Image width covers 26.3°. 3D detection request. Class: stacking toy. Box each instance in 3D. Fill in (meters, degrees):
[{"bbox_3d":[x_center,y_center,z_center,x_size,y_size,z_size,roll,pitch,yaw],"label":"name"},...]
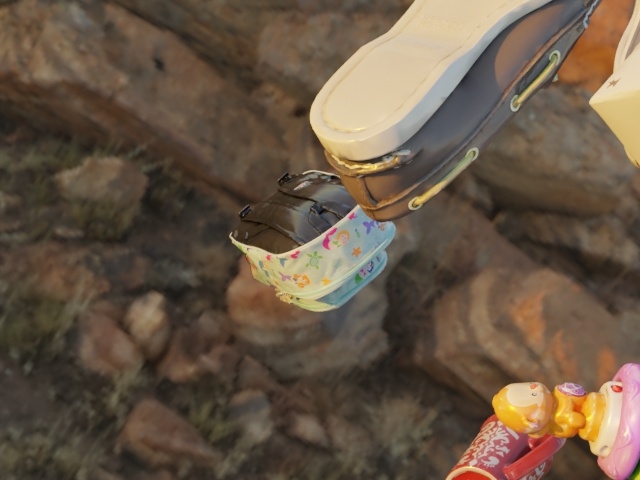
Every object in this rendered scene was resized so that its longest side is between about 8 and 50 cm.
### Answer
[{"bbox_3d":[0.302,0.170,1.219,0.302,0.165,0.175,13,25,0],"label":"stacking toy"}]

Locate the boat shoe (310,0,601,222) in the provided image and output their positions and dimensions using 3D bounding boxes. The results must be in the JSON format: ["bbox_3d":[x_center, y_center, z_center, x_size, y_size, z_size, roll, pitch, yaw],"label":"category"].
[{"bbox_3d":[0.128,-0.146,1.020,0.117,0.324,0.096,24,-30,44],"label":"boat shoe"}]

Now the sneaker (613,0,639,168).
[{"bbox_3d":[0.458,-0.236,1.611,0.180,0.321,0.125,8,0,43],"label":"sneaker"}]

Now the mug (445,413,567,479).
[{"bbox_3d":[0.250,0.306,1.889,0.113,0.150,0.169,35,29,15],"label":"mug"}]

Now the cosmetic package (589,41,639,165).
[{"bbox_3d":[0.501,-0.087,1.477,0.385,0.217,0.156,47,-17,-17],"label":"cosmetic package"}]

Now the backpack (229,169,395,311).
[{"bbox_3d":[0.000,0.000,2.232,0.191,0.225,0.253,57,-20,-18],"label":"backpack"}]
